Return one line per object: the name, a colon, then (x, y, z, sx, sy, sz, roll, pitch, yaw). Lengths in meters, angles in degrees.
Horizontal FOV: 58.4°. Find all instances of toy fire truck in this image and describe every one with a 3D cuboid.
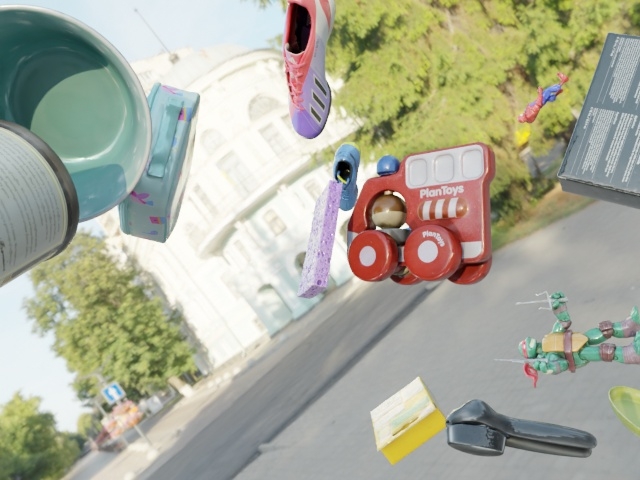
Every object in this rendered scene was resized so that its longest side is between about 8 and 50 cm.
toy fire truck: (0.184, -0.044, 1.087, 0.302, 0.253, 0.169, -4, -9, 39)

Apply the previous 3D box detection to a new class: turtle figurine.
turtle figurine: (0.433, 0.175, 1.006, 0.234, 0.118, 0.175, -9, 43, 28)

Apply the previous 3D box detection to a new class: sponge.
sponge: (0.000, 0.000, 1.095, 0.117, 0.031, 0.209, 133, 148, -69)

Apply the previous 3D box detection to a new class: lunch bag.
lunch bag: (-0.307, -0.152, 1.092, 0.224, 0.108, 0.278, 124, 155, -66)

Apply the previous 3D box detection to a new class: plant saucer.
plant saucer: (0.852, 0.465, 1.465, 0.241, 0.241, 0.037, -34, -36, -64)

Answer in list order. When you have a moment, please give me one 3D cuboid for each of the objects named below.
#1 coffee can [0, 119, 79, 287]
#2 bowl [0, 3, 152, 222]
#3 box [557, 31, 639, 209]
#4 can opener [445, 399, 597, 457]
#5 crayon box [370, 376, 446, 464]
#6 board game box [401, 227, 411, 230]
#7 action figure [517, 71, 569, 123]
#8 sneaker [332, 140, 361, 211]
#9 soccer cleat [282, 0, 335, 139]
coffee can: (-0.447, -0.012, 0.651, 0.202, 0.201, 0.275, -39, 9, 25)
bowl: (-0.401, -0.192, 0.869, 0.312, 0.311, 0.163, -38, 20, 10)
box: (0.531, -0.192, 0.947, 0.103, 0.185, 0.261, 22, -92, -60)
can opener: (0.252, 0.250, 0.734, 0.059, 0.186, 0.073, 91, -172, -55)
crayon box: (0.259, 0.535, 1.699, 0.203, 0.083, 0.323, -37, 0, 3)
board game box: (0.263, 0.016, 1.351, 0.169, 0.133, 0.033, -13, -45, 0)
action figure: (0.316, -0.201, 0.824, 0.115, 0.030, 0.038, -44, -18, -29)
sneaker: (0.056, -0.140, 1.405, 0.209, 0.069, 0.082, 93, -165, -46)
soccer cleat: (-0.038, -0.355, 1.189, 0.116, 0.109, 0.318, -43, -35, -51)
